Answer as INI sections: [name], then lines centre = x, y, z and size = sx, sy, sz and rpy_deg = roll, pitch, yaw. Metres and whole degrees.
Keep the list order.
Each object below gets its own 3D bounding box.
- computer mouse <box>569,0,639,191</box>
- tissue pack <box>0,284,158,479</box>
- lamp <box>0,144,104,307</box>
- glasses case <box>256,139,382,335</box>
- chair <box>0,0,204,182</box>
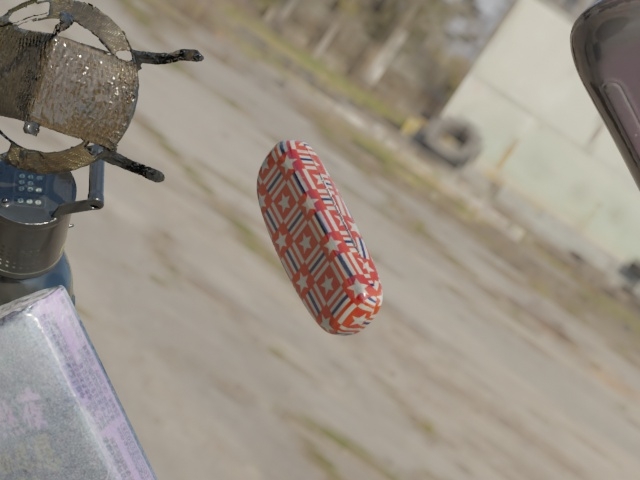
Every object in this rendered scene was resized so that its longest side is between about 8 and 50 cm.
[computer mouse]
centre = 0.226, -0.058, 1.120
size = 0.232, 0.120, 0.057
rpy_deg = 56, 37, -31
[tissue pack]
centre = -0.154, 0.113, 1.055
size = 0.156, 0.112, 0.051
rpy_deg = 65, 27, -7
[lamp]
centre = -0.321, -0.009, 2.054
size = 0.172, 0.227, 0.147
rpy_deg = 7, 51, -10
[glasses case]
centre = 0.000, 0.000, 1.721
size = 0.049, 0.073, 0.194
rpy_deg = 5, 46, -39
[chair]
centre = -0.241, -0.145, 1.883
size = 0.149, 0.174, 0.213
rpy_deg = 17, -1, -34
